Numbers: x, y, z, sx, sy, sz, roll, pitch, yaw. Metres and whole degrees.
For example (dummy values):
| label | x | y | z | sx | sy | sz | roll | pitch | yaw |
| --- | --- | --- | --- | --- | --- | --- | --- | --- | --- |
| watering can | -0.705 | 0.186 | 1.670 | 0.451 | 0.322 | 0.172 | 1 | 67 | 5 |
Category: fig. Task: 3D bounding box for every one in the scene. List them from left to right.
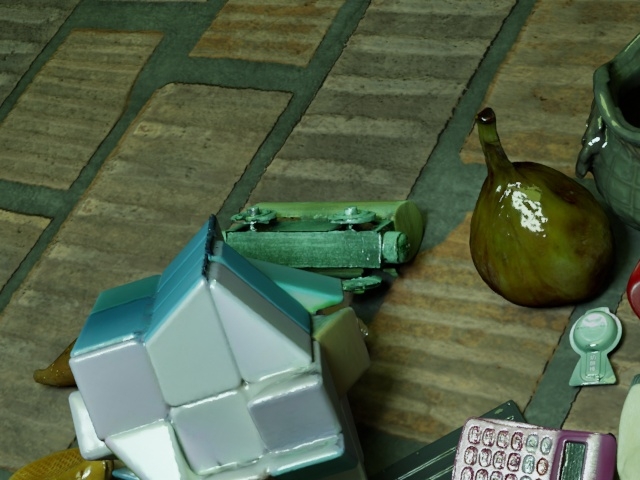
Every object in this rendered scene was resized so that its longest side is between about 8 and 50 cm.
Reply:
| label | x | y | z | sx | sy | sz | roll | pitch | yaw |
| --- | --- | --- | --- | --- | --- | --- | --- | --- | --- |
| fig | 0.282 | -0.057 | 1.783 | 0.191 | 0.290 | 0.190 | -8 | 24 | 3 |

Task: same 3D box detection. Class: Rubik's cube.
| label | x | y | z | sx | sy | sz | roll | pitch | yaw |
| --- | --- | --- | --- | --- | --- | --- | --- | --- | --- |
| Rubik's cube | -0.119 | 0.182 | 1.669 | 0.358 | 0.368 | 0.387 | -18 | 15 | 5 |

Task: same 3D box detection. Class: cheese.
| label | x | y | z | sx | sy | sz | roll | pitch | yaw |
| --- | --- | --- | --- | --- | --- | --- | --- | --- | --- |
| cheese | 0.346 | 0.132 | 1.736 | 0.067 | 0.026 | 0.120 | -7 | 47 | 24 |

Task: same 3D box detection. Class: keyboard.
| label | x | y | z | sx | sy | sz | roll | pitch | yaw |
| --- | --- | --- | --- | --- | --- | --- | --- | --- | --- |
| keyboard | 0.181 | 0.265 | 1.702 | 0.381 | 0.041 | 0.103 | -33 | 42 | 6 |

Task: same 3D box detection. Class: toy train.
| label | x | y | z | sx | sy | sz | roll | pitch | yaw |
| --- | --- | --- | --- | --- | --- | --- | --- | --- | --- |
| toy train | 0.002 | 0.008 | 1.990 | 0.307 | 0.126 | 0.189 | -1 | 5 | 29 |

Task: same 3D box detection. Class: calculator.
| label | x | y | z | sx | sy | sz | roll | pitch | yaw |
| --- | --- | --- | --- | --- | --- | --- | --- | --- | --- |
| calculator | 0.249 | 0.278 | 1.619 | 0.190 | 0.034 | 0.126 | 5 | 74 | 26 |

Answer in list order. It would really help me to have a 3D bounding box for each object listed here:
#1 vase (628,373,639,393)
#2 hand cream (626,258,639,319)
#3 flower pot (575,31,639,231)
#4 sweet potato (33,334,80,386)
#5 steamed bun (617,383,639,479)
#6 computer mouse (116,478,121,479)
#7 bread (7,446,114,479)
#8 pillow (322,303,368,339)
| label | x | y | z | sx | sy | sz | roll | pitch | yaw |
| --- | --- | --- | --- | --- | --- | --- | --- | --- | --- |
| vase | 0.463 | 0.190 | 1.580 | 0.214 | 0.086 | 0.086 | 1 | 51 | 36 |
| hand cream | 0.469 | 0.051 | 1.623 | 0.193 | 0.193 | 0.125 | 14 | 61 | 38 |
| flower pot | 0.473 | -0.146 | 1.767 | 0.302 | 0.213 | 0.302 | -8 | 42 | 7 |
| sweet potato | -0.272 | 0.158 | 2.001 | 0.359 | 0.112 | 0.112 | -15 | 44 | 23 |
| steamed bun | 0.445 | 0.283 | 1.381 | 0.276 | 0.289 | 0.203 | 0 | 65 | 64 |
| computer mouse | -0.219 | 0.379 | 1.798 | 0.126 | 0.056 | 0.245 | -46 | 43 | -18 |
| bread | -0.356 | 0.338 | 1.895 | 0.189 | 0.077 | 0.114 | -16 | 19 | 29 |
| pillow | -0.047 | 0.186 | 1.891 | 0.248 | 0.049 | 0.135 | -44 | 43 | -9 |
